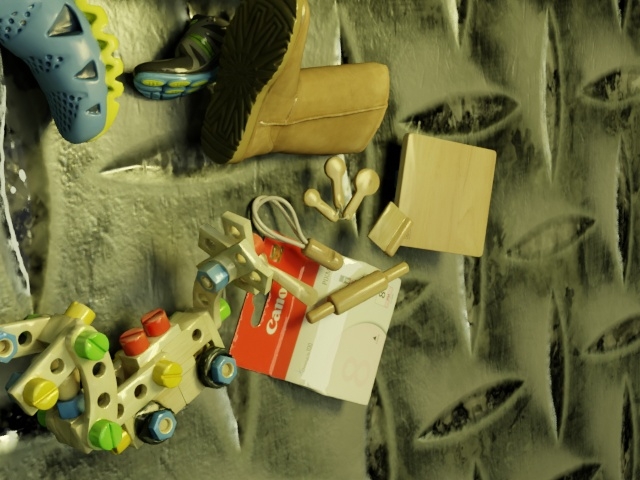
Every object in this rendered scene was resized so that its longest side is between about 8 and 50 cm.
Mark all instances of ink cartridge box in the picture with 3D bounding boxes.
[{"bbox_3d":[0.000,0.108,1.288,0.232,0.066,0.189,25,78,-48],"label":"ink cartridge box"}]

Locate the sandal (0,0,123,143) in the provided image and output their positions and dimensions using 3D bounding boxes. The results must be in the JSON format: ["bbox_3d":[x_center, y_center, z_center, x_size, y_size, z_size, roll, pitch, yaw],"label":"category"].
[{"bbox_3d":[-0.295,-0.238,0.914,0.138,0.126,0.317,-30,108,-34],"label":"sandal"}]

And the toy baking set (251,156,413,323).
[{"bbox_3d":[0.004,0.006,1.255,0.256,0.030,0.197,-31,104,-20],"label":"toy baking set"}]

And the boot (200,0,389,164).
[{"bbox_3d":[-0.007,-0.200,1.153,0.269,0.089,0.236,-13,141,-49],"label":"boot"}]

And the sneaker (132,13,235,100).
[{"bbox_3d":[-0.143,-0.217,1.105,0.188,0.067,0.078,-32,96,-35],"label":"sneaker"}]

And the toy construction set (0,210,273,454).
[{"bbox_3d":[-0.193,0.106,1.046,0.327,0.151,0.215,-32,117,-25],"label":"toy construction set"}]

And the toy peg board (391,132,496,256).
[{"bbox_3d":[0.165,-0.066,1.423,0.160,0.079,0.161,8,90,-29],"label":"toy peg board"}]
